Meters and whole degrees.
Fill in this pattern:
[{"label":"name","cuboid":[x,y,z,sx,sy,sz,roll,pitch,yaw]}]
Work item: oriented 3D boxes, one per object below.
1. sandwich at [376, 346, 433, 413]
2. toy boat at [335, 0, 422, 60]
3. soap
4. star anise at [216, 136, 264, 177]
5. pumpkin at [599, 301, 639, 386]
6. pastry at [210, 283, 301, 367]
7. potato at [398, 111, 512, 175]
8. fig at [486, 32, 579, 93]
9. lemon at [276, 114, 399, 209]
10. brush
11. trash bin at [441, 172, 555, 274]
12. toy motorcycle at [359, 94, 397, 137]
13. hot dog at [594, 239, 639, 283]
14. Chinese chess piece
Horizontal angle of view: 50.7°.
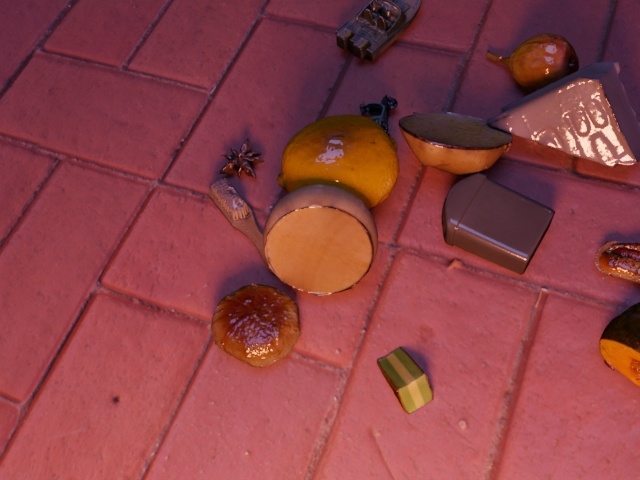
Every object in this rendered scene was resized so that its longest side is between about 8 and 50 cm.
[{"label":"sandwich","cuboid":[0.179,0.298,1.446,0.074,0.074,0.116,-28,28,-7]},{"label":"toy boat","cuboid":[0.185,-0.644,1.946,0.141,0.092,0.319,37,70,23]},{"label":"soap","cuboid":[0.609,-0.260,1.654,0.302,0.257,0.159,-21,14,40]},{"label":"star anise","cuboid":[-0.205,-0.220,1.777,0.124,0.056,0.129,8,62,14]},{"label":"pumpkin","cuboid":[0.689,0.256,1.352,0.139,0.190,0.280,-34,104,-12]},{"label":"pastry","cuboid":[-0.142,0.184,1.510,0.193,0.093,0.182,23,63,21]},{"label":"potato","cuboid":[0.314,-0.229,1.646,0.299,0.115,0.239,-11,39,-37]},{"label":"fig","cuboid":[0.546,-0.474,1.783,0.257,0.159,0.159,27,66,40]},{"label":"lemon","cuboid":[0.047,-0.171,1.601,0.284,0.260,0.260,-30,58,-31]},{"label":"brush","cuboid":[-0.180,-0.044,1.669,0.070,0.065,0.327,-32,62,-14]},{"label":"trash bin","cuboid":[0.396,-0.045,1.563,0.236,0.101,0.176,27,65,19]},{"label":"toy motorcycle","cuboid":[0.143,-0.314,1.781,0.100,0.058,0.173,6,63,18]},{"label":"hot dog","cuboid":[0.705,0.053,1.483,0.192,0.053,0.099,16,67,19]},{"label":"Chinese chess piece","cuboid":[0.000,0.000,1.503,0.257,0.257,0.104,-5,35,6]}]
